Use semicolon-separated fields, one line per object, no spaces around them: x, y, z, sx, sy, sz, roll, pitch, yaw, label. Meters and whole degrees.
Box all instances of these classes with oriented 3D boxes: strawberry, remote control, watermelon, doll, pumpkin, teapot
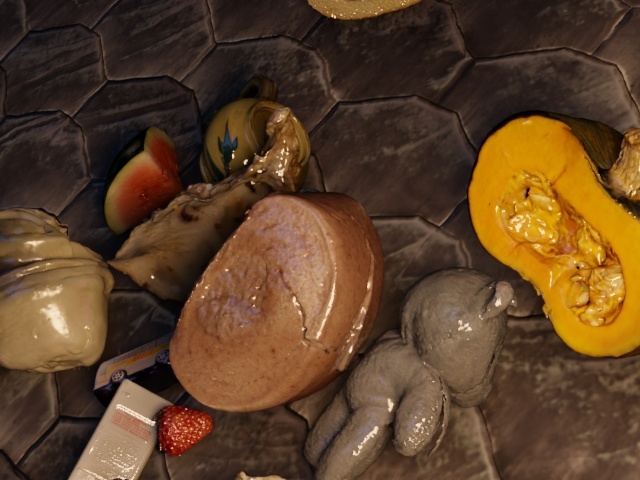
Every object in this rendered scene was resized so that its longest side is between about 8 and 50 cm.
-0.189;0.261;1.638;0.083;0.073;0.073;-1;49;-10;strawberry
-0.283;0.294;1.659;0.087;0.029;0.190;28;68;-5;remote control
-0.294;-0.119;1.958;0.145;0.137;0.193;-106;32;-41;watermelon
0.119;0.182;1.477;0.340;0.158;0.246;-57;15;2;doll
0.349;-0.026;1.389;0.325;0.232;0.242;56;133;30;pumpkin
-0.117;-0.131;1.828;0.182;0.173;0.269;-34;47;39;teapot

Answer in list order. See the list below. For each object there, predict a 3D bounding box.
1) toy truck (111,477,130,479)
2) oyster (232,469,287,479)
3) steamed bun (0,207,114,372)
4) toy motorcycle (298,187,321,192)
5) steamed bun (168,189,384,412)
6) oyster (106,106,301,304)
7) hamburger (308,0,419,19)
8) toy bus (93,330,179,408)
-0.199;0.389;1.519;0.216;0.110;0.116;16;79;37;toy truck
-0.046;0.383;1.409;0.083;0.214;0.223;-59;4;37;oyster
-0.476;0.072;1.857;0.320;0.206;0.275;0;55;27;steamed bun
0.000;0.000;1.719;0.106;0.074;0.190;-48;46;3;toy motorcycle
-0.025;0.092;1.527;0.199;0.251;0.301;36;101;26;steamed bun
-0.124;-0.013;1.709;0.396;0.204;0.111;-35;18;30;oyster
0.083;-0.446;1.982;0.207;0.135;0.155;-26;29;32;hamburger
-0.246;0.185;1.732;0.172;0.057;0.072;-24;39;14;toy bus
